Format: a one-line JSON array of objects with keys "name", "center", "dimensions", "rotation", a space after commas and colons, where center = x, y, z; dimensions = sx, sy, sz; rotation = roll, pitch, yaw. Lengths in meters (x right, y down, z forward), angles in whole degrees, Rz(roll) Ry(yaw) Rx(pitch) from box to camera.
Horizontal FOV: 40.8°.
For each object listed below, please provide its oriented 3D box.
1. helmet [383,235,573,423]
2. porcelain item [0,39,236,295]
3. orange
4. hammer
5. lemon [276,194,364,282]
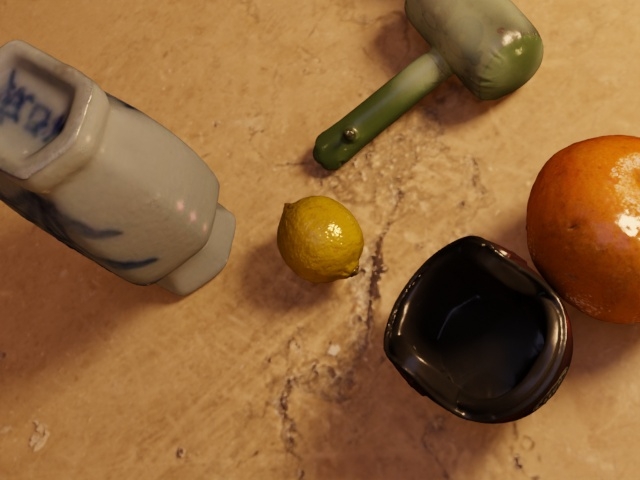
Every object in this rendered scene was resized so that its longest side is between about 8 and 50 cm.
[{"name": "helmet", "center": [0.180, 0.105, 0.975], "dimensions": [0.216, 0.193, 0.189], "rotation": [38, 91, 36]}, {"name": "porcelain item", "center": [-0.257, -0.066, 1.047], "dimensions": [0.242, 0.405, 0.179], "rotation": [28, 81, 23]}, {"name": "orange", "center": [0.342, -0.012, 0.984], "dimensions": [0.224, 0.170, 0.224], "rotation": [5, 56, -7]}, {"name": "hammer", "center": [0.120, -0.217, 1.163], "dimensions": [0.335, 0.119, 0.206], "rotation": [-39, 63, 7]}, {"name": "lemon", "center": [0.000, 0.000, 1.113], "dimensions": [0.109, 0.109, 0.133], "rotation": [-43, 76, -2]}]
